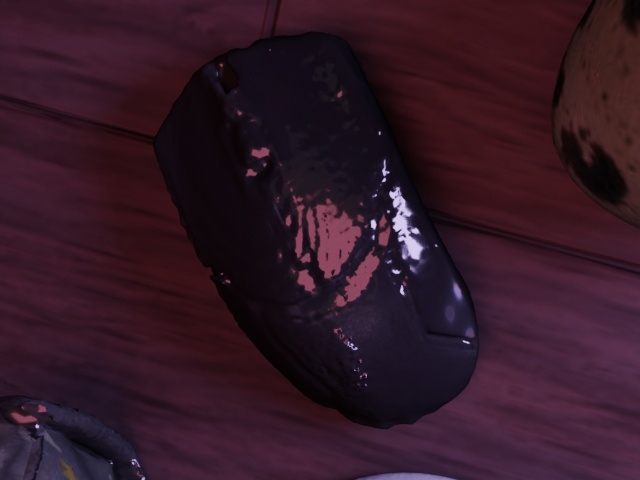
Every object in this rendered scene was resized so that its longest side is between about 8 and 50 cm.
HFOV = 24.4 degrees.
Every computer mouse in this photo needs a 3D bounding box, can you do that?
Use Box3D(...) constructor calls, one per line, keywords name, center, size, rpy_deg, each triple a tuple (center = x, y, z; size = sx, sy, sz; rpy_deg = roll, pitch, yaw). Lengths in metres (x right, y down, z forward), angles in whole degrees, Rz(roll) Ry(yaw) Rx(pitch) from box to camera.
Box3D(name="computer mouse", center=(0.000, 0.000, 0.758), size=(0.122, 0.073, 0.217), rpy_deg=(-28, 90, 19))

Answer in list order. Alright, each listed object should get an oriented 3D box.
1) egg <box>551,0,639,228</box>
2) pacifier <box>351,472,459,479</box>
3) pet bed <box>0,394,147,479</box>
Box3D(name="egg", center=(0.204, -0.077, 0.636), size=(0.228, 0.177, 0.177), rpy_deg=(-18, 95, 32))
Box3D(name="pacifier", center=(0.030, 0.257, 0.712), size=(0.299, 0.233, 0.244), rpy_deg=(-26, 89, 17))
Box3D(name="pet bed", center=(-0.204, 0.187, 0.816), size=(0.210, 0.159, 0.183), rpy_deg=(-18, 121, 19))
